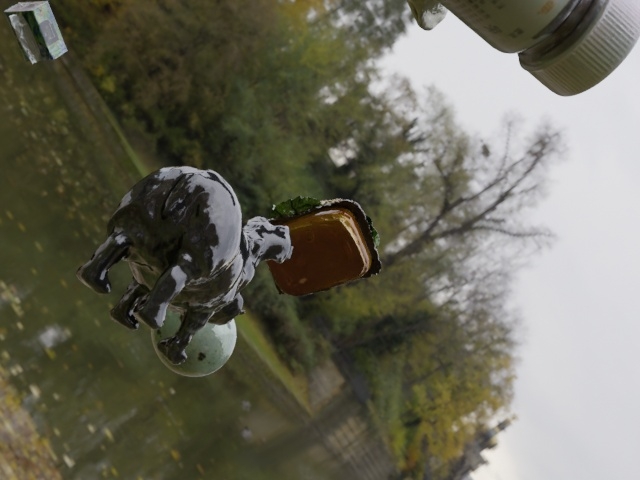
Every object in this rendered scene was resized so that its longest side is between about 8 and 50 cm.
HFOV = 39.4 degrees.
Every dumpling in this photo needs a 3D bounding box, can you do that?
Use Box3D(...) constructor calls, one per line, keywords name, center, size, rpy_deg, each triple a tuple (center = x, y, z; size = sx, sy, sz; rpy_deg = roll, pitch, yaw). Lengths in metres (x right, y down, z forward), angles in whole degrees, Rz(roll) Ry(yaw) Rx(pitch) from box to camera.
Box3D(name="dumpling", center=(0.237, -0.546, 1.808), size=(0.126, 0.166, 0.215), rpy_deg=(-10, -77, 44))

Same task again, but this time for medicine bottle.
Box3D(name="medicine bottle", center=(0.245, -0.310, 1.077), size=(0.273, 0.165, 0.165), rpy_deg=(35, 4, -21))

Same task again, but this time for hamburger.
Box3D(name="hamburger", center=(0.000, 0.000, 1.206), size=(0.137, 0.166, 0.087), rpy_deg=(70, 24, -17))

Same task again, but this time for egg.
Box3D(name="egg", center=(-0.198, 0.130, 1.367), size=(0.164, 0.131, 0.131), rpy_deg=(64, 0, 35))

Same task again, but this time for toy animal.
Box3D(name="toy animal", center=(-0.119, 0.026, 0.856), size=(0.106, 0.168, 0.343), rpy_deg=(33, -2, 10))

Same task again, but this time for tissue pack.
Box3D(name="tissue pack", center=(-0.587, -0.423, 1.823), size=(0.085, 0.079, 0.111), rpy_deg=(4, -53, 27))
